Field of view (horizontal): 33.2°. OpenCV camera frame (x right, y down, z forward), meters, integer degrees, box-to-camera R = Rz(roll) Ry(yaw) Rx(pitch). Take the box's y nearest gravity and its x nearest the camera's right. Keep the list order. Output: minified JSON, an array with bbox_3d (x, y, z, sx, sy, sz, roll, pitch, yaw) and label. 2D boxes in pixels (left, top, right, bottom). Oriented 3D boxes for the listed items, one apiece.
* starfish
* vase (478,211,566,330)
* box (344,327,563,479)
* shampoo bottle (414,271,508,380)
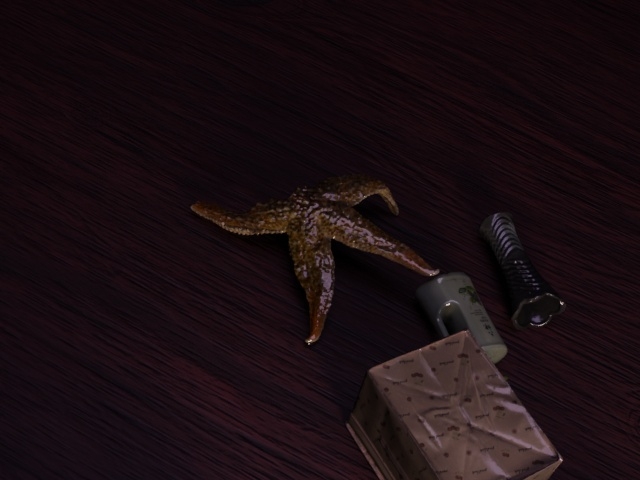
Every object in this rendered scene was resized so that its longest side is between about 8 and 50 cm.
[{"bbox_3d":[0.003,-0.008,2.112,0.398,0.132,0.383,-21,64,-20],"label":"starfish"},{"bbox_3d":[0.392,0.054,2.150,0.115,0.115,0.237,-7,51,-16],"label":"vase"},{"bbox_3d":[0.222,0.343,1.839,0.225,0.190,0.297,-20,60,-25],"label":"box"},{"bbox_3d":[0.278,0.176,2.037,0.118,0.087,0.234,-12,56,-21],"label":"shampoo bottle"}]
